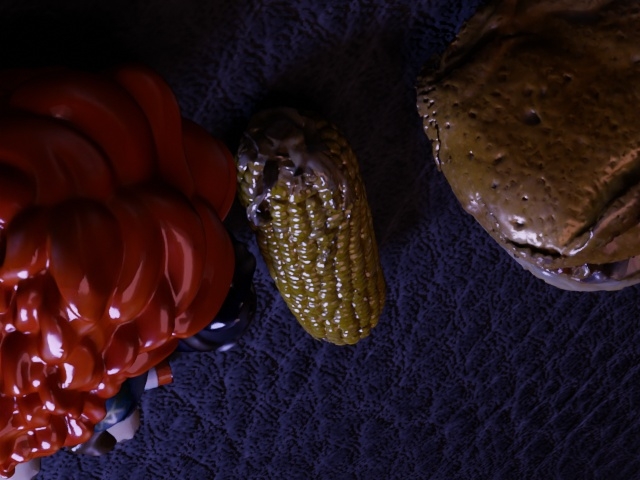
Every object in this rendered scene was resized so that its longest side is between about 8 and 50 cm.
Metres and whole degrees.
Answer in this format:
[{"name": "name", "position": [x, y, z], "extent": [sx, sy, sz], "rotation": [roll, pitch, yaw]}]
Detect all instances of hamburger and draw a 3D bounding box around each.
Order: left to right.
[{"name": "hamburger", "position": [0.202, -0.084, 1.176], "extent": [0.244, 0.244, 0.163], "rotation": [-33, 166, 9]}]

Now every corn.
[{"name": "corn", "position": [0.000, 0.000, 1.249], "extent": [0.106, 0.106, 0.293], "rotation": [-25, 145, -2]}]

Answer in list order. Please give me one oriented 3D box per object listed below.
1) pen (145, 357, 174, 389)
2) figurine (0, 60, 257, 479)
[{"name": "pen", "position": [-0.235, 0.139, 1.343], "extent": [0.218, 0.026, 0.026], "rotation": [-13, 143, -18]}, {"name": "figurine", "position": [-0.180, 0.046, 1.107], "extent": [0.306, 0.241, 0.412], "rotation": [-19, 156, 4]}]
